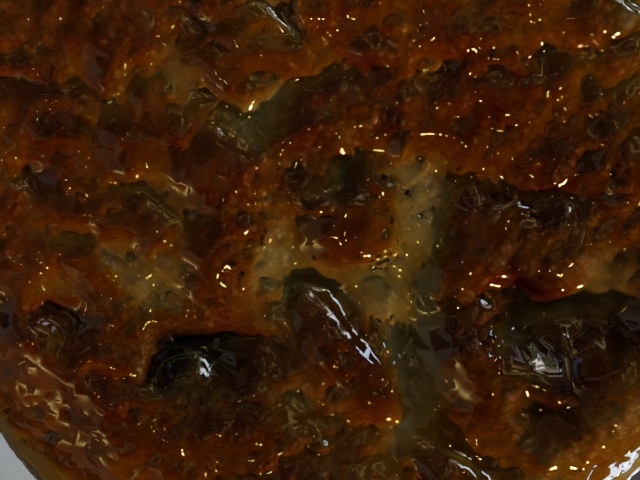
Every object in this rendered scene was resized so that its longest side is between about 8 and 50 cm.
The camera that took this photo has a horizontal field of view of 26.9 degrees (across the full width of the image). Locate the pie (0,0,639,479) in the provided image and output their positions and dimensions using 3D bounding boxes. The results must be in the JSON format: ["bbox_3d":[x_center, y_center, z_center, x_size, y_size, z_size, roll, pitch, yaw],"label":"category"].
[{"bbox_3d":[0.000,0.000,0.458,0.315,0.315,0.092,-32,-161,11],"label":"pie"}]
